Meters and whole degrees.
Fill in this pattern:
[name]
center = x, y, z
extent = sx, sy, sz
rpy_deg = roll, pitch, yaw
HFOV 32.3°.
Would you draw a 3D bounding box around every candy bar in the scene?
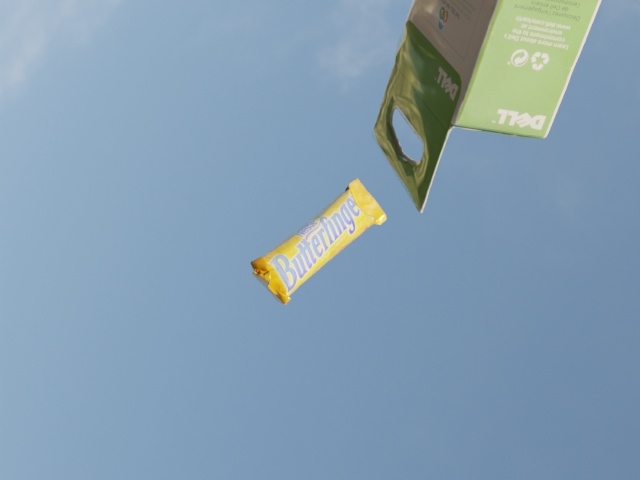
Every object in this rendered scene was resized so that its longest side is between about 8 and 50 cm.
[candy bar]
center = 0.000, 0.000, 0.808
extent = 0.018, 0.040, 0.161
rpy_deg = -36, -178, 38

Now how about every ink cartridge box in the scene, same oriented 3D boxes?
[ink cartridge box]
center = 0.098, -0.127, 0.625
extent = 0.109, 0.062, 0.209
rpy_deg = -116, -143, -55
